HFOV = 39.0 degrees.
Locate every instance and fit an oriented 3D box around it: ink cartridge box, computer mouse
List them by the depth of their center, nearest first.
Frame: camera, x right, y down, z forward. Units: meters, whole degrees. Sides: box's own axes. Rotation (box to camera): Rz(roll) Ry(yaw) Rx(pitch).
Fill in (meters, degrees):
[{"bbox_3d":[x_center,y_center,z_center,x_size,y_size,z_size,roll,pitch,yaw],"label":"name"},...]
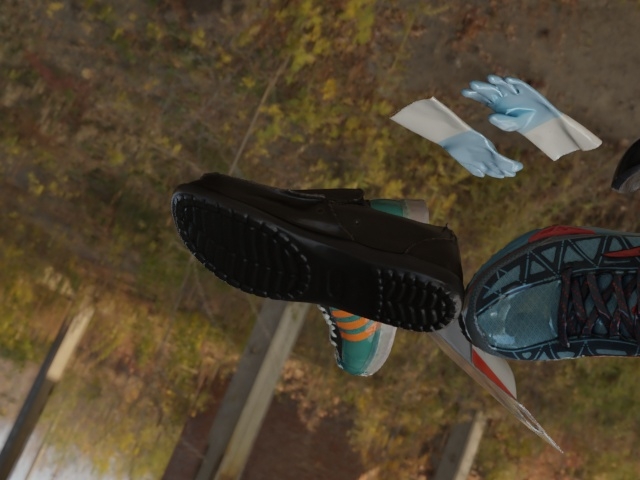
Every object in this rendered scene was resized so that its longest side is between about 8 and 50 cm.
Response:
[{"bbox_3d":[0.162,0.114,0.871,0.179,0.045,0.145,38,175,40],"label":"ink cartridge box"},{"bbox_3d":[0.565,-0.144,1.393,0.262,0.060,0.184,-27,157,13],"label":"computer mouse"}]

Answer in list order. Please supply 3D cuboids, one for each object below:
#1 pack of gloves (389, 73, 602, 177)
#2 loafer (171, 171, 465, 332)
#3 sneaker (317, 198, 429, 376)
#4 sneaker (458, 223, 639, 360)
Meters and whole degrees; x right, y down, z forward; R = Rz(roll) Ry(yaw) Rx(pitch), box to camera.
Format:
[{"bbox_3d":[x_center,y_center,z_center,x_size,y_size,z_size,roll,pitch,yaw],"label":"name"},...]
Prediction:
[{"bbox_3d":[0.243,-0.140,1.258,0.232,0.046,0.195,27,147,-34],"label":"pack of gloves"},{"bbox_3d":[0.000,0.000,0.648,0.220,0.078,0.080,19,136,8],"label":"loafer"},{"bbox_3d":[0.037,0.056,1.084,0.121,0.108,0.302,6,137,-7],"label":"sneaker"},{"bbox_3d":[0.227,0.033,0.641,0.262,0.104,0.125,-10,-179,8],"label":"sneaker"}]
